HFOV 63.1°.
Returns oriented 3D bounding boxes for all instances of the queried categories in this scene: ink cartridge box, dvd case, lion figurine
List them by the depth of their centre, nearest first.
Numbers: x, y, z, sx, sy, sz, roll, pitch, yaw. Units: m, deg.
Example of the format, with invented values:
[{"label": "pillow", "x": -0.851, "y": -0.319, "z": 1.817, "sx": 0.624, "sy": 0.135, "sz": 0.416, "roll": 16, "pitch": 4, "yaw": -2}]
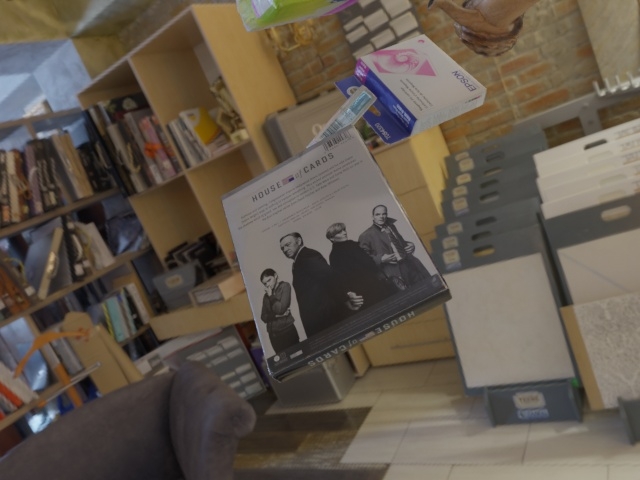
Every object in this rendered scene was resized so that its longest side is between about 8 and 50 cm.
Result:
[{"label": "dvd case", "x": 0.000, "y": 0.000, "z": 0.538, "sx": 0.179, "sy": 0.029, "sz": 0.239, "roll": -27, "pitch": 52, "yaw": 6}, {"label": "lion figurine", "x": 0.376, "y": -0.494, "z": 1.020, "sx": 0.142, "sy": 0.240, "sz": 0.392, "roll": -71, "pitch": 17, "yaw": -8}, {"label": "ink cartridge box", "x": 0.033, "y": -0.288, "z": 1.347, "sx": 0.189, "sy": 0.066, "sz": 0.232, "roll": -50, "pitch": 15, "yaw": -10}, {"label": "ink cartridge box", "x": 0.258, "y": -0.458, "z": 1.544, "sx": 0.330, "sy": 0.324, "sz": 0.071, "roll": -25, "pitch": -33, "yaw": -14}]

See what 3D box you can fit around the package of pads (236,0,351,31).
[{"label": "package of pads", "x": -0.035, "y": -0.492, "z": 1.018, "sx": 0.229, "sy": 0.101, "sz": 0.296, "roll": -18, "pitch": 17, "yaw": -14}]
